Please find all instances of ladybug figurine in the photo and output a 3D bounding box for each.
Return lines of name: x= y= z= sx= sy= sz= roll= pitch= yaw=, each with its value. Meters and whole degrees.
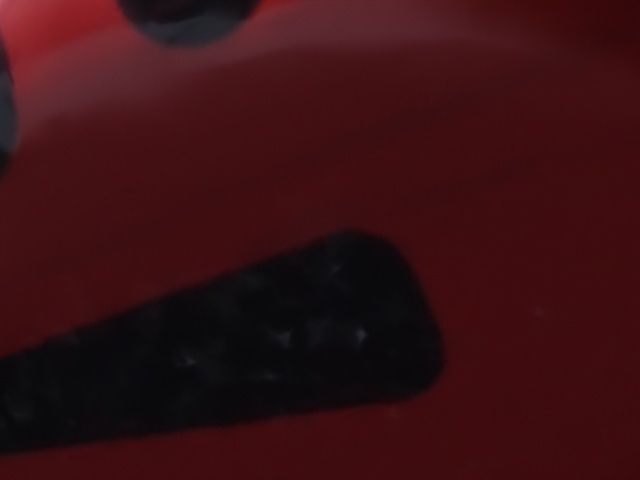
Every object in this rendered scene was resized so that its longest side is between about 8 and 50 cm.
ladybug figurine: x=0.000 y=0.000 z=0.483 sx=0.449 sy=0.162 sz=0.305 roll=-20 pitch=103 yaw=28
